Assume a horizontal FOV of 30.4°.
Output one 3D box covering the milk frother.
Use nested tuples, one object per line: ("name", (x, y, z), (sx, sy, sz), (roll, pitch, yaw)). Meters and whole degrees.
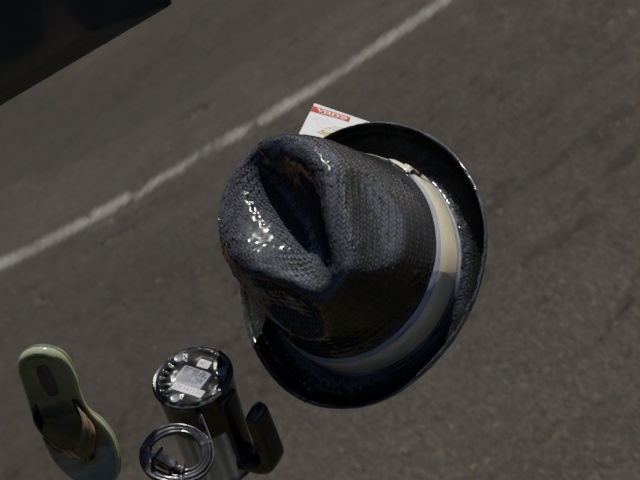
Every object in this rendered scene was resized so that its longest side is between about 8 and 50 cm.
("milk frother", (-0.124, 0.209, 1.200), (0.143, 0.135, 0.129), (-38, 47, -26))

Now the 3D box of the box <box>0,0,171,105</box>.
("box", (-0.380, -0.300, 1.172), (0.343, 0.179, 0.313), (-30, 61, 0))

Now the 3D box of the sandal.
("sandal", (-0.445, 0.318, 2.039), (0.120, 0.303, 0.086), (-19, 28, 6))

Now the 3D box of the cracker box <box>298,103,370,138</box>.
("cracker box", (0.037, -0.111, 1.692), (0.232, 0.155, 0.067), (-71, -1, -65))

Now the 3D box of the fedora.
("fedora", (0.000, 0.000, 1.182), (0.334, 0.152, 0.334), (-21, 55, 34))
